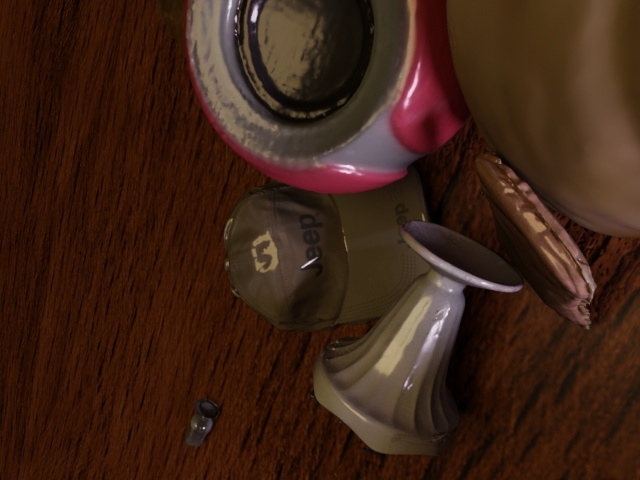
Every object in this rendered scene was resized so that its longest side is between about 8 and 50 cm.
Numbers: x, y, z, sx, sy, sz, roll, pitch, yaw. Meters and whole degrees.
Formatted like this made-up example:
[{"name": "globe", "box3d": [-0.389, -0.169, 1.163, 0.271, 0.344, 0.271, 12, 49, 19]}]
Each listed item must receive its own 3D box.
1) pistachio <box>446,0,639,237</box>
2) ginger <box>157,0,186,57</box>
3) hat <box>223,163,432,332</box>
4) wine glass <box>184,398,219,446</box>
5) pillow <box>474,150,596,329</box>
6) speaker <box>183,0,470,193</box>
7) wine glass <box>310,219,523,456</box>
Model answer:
[{"name": "pistachio", "box3d": [0.265, -0.181, 0.330, 0.366, 0.281, 0.445, 30, 130, 5]}, {"name": "ginger", "box3d": [-0.141, -0.364, 0.805, 0.221, 0.130, 0.275, 20, 101, 50]}, {"name": "hat", "box3d": [0.000, 0.000, 0.701, 0.245, 0.149, 0.214, -25, 76, 52]}, {"name": "wine glass", "box3d": [-0.197, 0.297, 0.967, 0.083, 0.042, 0.039, -62, 25, 30]}, {"name": "pillow", "box3d": [0.178, 0.008, 0.489, 0.034, 0.211, 0.135, -33, 67, 10]}, {"name": "speaker", "box3d": [0.021, -0.194, 0.566, 0.294, 0.294, 0.294, 4, 96, 43]}, {"name": "wine glass", "box3d": [0.100, 0.093, 0.595, 0.165, 0.165, 0.196, 40, 114, 34]}]
